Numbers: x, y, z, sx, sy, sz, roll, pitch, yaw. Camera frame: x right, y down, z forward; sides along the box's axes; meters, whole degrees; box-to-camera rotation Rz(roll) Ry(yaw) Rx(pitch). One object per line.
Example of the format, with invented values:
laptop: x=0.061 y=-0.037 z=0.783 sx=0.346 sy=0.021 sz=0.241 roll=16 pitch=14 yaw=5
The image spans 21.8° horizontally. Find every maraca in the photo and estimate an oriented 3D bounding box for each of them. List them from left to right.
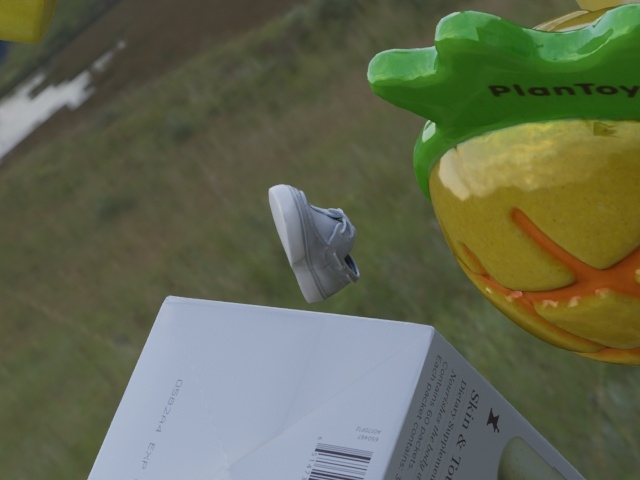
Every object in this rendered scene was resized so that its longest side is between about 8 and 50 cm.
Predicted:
maraca: x=0.084 y=-0.021 z=0.460 sx=0.127 sy=0.186 sz=0.099 roll=-3 pitch=71 yaw=21

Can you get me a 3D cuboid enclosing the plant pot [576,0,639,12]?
plant pot: x=0.172 y=-0.205 z=0.730 sx=0.254 sy=0.239 sz=0.254 roll=-20 pitch=26 yaw=10

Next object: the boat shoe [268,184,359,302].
boat shoe: x=0.000 y=0.000 z=1.432 sx=0.063 sy=0.184 sz=0.066 roll=-21 pitch=58 yaw=0

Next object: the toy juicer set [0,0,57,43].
toy juicer set: x=-0.177 y=-0.302 z=1.042 sx=0.209 sy=0.089 sz=0.329 roll=109 pitch=177 yaw=-73

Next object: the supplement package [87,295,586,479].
supplement package: x=0.017 y=0.186 z=0.978 sx=0.198 sy=0.263 sz=0.199 roll=4 pitch=63 yaw=37
